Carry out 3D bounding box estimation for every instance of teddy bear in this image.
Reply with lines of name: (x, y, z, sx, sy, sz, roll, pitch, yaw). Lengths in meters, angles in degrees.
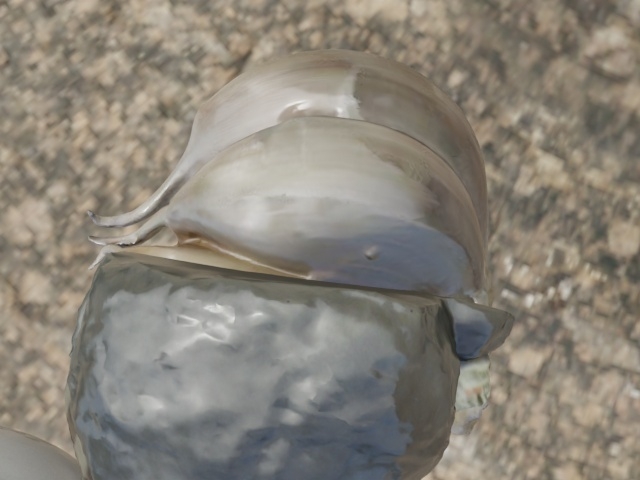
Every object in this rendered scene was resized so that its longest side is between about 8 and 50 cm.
teddy bear: (-0.054, 0.111, 0.584, 0.171, 0.144, 0.251, 22, 90, 3)

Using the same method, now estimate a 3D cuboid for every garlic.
garlic: (0.000, 0.000, 1.088, 0.292, 0.210, 0.237, 27, 116, -10)

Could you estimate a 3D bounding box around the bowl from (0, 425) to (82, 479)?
bowl: (-0.217, 0.282, 1.270, 0.157, 0.345, 0.345, -15, 108, 16)
